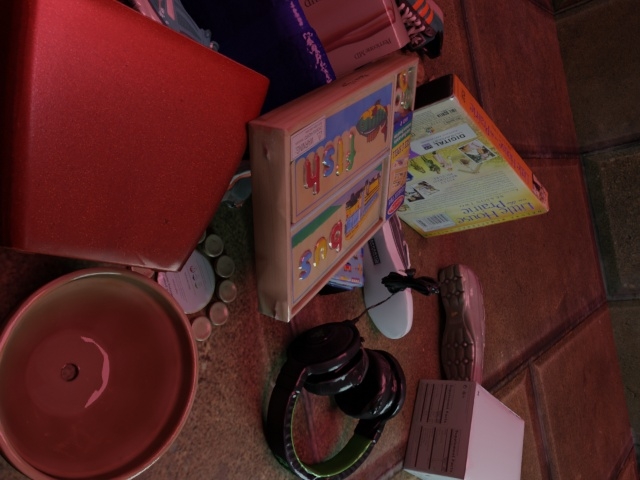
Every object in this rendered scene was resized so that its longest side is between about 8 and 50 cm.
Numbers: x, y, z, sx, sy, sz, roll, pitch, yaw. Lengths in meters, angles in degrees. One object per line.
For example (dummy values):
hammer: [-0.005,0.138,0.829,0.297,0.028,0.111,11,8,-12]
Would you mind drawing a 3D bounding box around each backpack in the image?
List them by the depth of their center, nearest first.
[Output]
backpack: [0.000,0.000,0.952,0.158,0.117,0.173,21,64,-45]

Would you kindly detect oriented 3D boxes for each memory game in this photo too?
memory game: [-0.198,0.060,0.793,0.186,0.012,0.186,12,74,-47]

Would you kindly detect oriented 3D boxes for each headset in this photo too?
headset: [0.070,0.227,0.928,0.243,0.185,0.394,42,64,-35]

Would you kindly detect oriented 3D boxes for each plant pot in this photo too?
plant pot: [-0.254,-0.095,0.597,0.267,0.267,0.235,13,84,-46]
plant pot: [-0.269,0.154,0.619,0.237,0.110,0.237,14,71,-47]

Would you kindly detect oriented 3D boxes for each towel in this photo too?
towel: [-0.106,-0.320,0.814,0.076,0.228,0.308,-44,113,-44]

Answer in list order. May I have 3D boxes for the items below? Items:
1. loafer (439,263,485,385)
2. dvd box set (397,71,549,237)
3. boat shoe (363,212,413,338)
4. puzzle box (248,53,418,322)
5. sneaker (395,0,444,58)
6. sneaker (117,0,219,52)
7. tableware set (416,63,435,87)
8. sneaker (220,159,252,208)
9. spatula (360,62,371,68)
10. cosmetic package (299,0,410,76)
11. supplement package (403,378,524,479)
loafer: [0.360,0.215,1.313,0.111,0.112,0.319,15,70,-37]
dvd box set: [0.240,-0.144,1.108,0.420,0.308,0.062,33,57,-39]
boat shoe: [0.142,0.048,1.116,0.102,0.108,0.301,-10,82,-47]
puzzle box: [0.038,-0.098,0.792,0.409,0.052,0.272,-43,142,-48]
sneaker: [0.227,-0.545,1.327,0.302,0.108,0.121,5,74,-49]
sneaker: [-0.190,-0.261,0.782,0.110,0.107,0.275,-34,109,-29]
tableware set: [0.267,-0.392,1.407,0.141,0.020,0.168,45,53,-31]
sneaker: [-0.137,-0.088,0.874,0.158,0.061,0.064,-28,130,-47]
spatula: [0.087,-0.335,1.184,0.084,0.030,0.296,36,56,-39]
cosmetic package: [0.025,-0.442,0.910,0.296,0.153,0.129,63,24,-16]
supplement package: [0.331,0.457,1.203,0.262,0.145,0.204,40,54,-36]
